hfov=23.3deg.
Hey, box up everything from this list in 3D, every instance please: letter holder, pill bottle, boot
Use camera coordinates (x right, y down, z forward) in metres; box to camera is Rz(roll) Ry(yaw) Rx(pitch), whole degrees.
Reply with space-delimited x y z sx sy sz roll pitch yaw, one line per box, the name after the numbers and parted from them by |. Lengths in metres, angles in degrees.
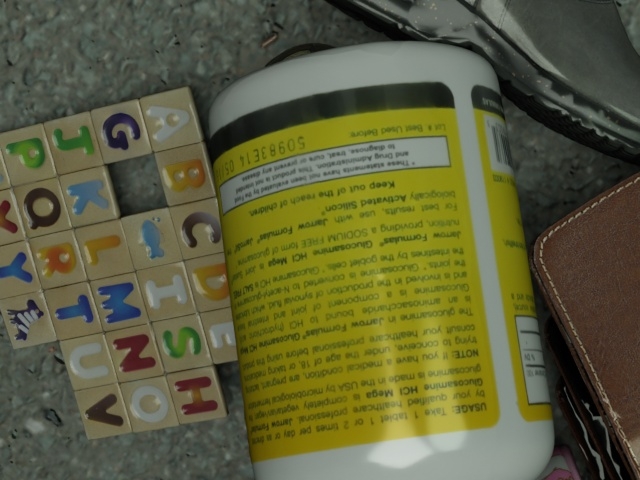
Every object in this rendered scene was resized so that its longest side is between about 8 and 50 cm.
0.301 0.037 1.034 0.301 0.152 0.214 -24 80 -3 | letter holder
0.041 0.061 0.958 0.188 0.188 0.334 -8 80 4 | pill bottle
-0.075 -0.023 1.117 0.043 0.043 0.083 23 99 -1 | pill bottle
0.179 -0.194 1.046 0.338 0.118 0.223 29 91 -8 | boot

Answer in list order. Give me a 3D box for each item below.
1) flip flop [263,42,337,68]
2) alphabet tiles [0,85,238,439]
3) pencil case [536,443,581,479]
0.000 0.000 1.104 0.112 0.080 0.277 -5 83 -7 | flip flop
-0.150 0.025 1.119 0.198 0.009 0.237 -12 98 21 | alphabet tiles
0.028 0.265 1.094 0.386 0.167 0.160 -18 114 5 | pencil case
